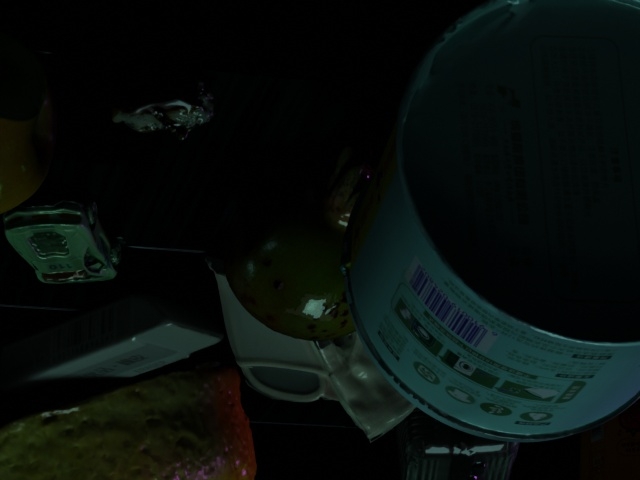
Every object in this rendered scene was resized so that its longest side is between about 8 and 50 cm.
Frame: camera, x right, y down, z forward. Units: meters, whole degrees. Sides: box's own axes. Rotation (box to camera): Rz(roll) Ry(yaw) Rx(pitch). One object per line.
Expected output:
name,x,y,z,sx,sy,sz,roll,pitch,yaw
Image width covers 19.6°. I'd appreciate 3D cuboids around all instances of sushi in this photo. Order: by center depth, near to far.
sushi,-0.130,-0.107,1.490,0.083,0.044,0.046,-12,157,20

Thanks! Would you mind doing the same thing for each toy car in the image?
toy car,-0.242,0.010,1.766,0.093,0.058,0.186,-5,158,5

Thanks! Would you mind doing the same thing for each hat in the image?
hat,0.003,0.073,1.864,0.164,0.226,0.219,-36,142,-20

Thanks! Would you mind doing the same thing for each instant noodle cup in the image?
instant noodle cup,0.415,0.272,2.313,0.216,0.172,0.216,-2,159,-1

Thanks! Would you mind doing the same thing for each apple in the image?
apple,-0.270,-0.092,1.381,0.147,0.146,0.163,10,142,-8

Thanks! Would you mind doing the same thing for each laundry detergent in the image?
laundry detergent,0.170,-0.004,1.439,0.287,0.287,0.305,2,158,-8

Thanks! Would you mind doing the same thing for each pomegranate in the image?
pomegranate,0.000,0.000,1.654,0.159,0.159,0.205,10,133,-27

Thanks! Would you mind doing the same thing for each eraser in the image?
eraser,-0.250,0.120,2.042,0.089,0.061,0.352,18,151,-41

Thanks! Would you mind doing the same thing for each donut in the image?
donut,-0.270,0.290,2.180,0.435,0.163,0.377,-14,164,-22

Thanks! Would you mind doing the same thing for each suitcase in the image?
suitcase,0.144,0.182,2.027,0.128,0.202,0.312,-2,159,0
